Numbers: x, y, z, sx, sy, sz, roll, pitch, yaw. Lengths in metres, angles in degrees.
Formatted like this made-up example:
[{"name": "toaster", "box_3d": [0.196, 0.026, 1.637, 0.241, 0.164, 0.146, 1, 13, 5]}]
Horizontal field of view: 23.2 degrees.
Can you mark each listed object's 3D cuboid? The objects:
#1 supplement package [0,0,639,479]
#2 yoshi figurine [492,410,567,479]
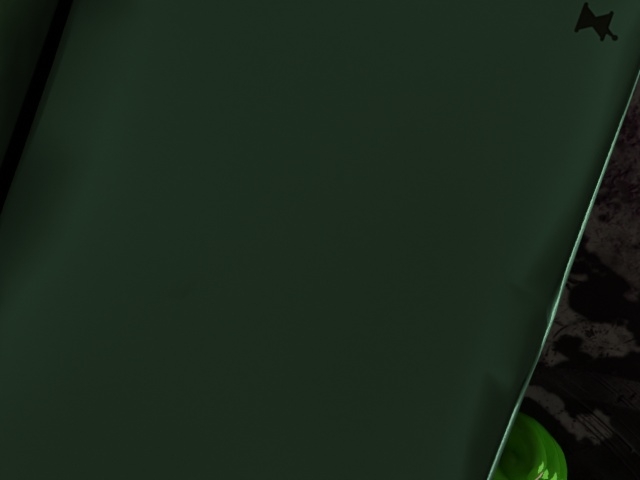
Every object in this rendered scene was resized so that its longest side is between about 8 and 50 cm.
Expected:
[{"name": "supplement package", "box_3d": [0.000, 0.000, 0.500, 0.203, 0.149, 0.194, -4, 115, -83]}, {"name": "yoshi figurine", "box_3d": [0.018, 0.122, 0.812, 0.362, 0.203, 0.203, 15, 97, -83]}]
